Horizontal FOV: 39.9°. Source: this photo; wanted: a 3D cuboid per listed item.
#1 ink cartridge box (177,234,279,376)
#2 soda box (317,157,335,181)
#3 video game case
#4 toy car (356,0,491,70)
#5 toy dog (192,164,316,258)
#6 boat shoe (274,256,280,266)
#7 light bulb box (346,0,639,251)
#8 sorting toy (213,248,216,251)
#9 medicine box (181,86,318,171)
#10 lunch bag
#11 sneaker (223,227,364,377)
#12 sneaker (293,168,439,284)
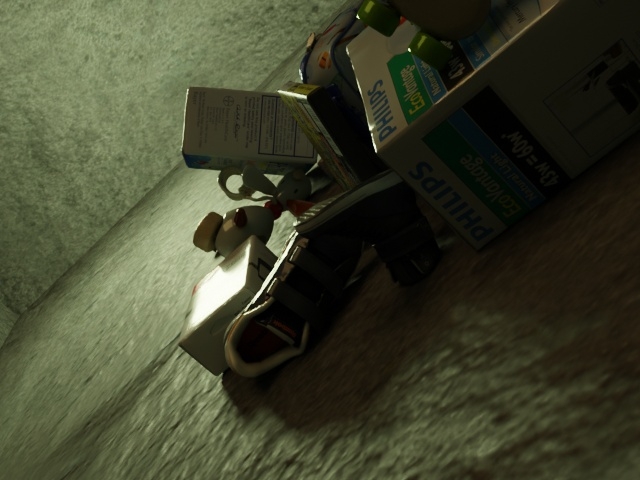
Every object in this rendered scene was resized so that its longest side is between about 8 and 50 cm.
[{"bbox_3d":[-0.157,0.116,1.630,0.172,0.100,0.237,-41,17,15],"label":"ink cartridge box"},{"bbox_3d":[0.073,-0.181,1.834,0.183,0.058,0.063,-16,34,56],"label":"soda box"},{"bbox_3d":[0.037,-0.142,1.474,0.035,0.275,0.248,-36,17,-4],"label":"video game case"},{"bbox_3d":[0.142,-0.316,1.121,0.155,0.149,0.188,-57,1,14],"label":"toy car"},{"bbox_3d":[-0.125,-0.070,1.833,0.161,0.220,0.334,113,173,-47],"label":"toy dog"},{"bbox_3d":[0.000,0.001,1.564,0.223,0.080,0.073,-34,26,46],"label":"boat shoe"},{"bbox_3d":[0.252,-0.245,1.219,0.361,0.225,0.358,-39,29,19],"label":"light bulb box"},{"bbox_3d":[-0.247,-0.003,2.206,0.102,0.042,0.061,-56,1,5],"label":"sorting toy"},{"bbox_3d":[-0.159,-0.239,1.990,0.263,0.289,0.149,163,112,-83],"label":"medicine box"},{"bbox_3d":[0.103,-0.267,1.555,0.115,0.303,0.243,-18,32,48],"label":"lunch bag"},{"bbox_3d":[-0.034,0.087,1.386,0.321,0.126,0.127,-55,12,7],"label":"sneaker"},{"bbox_3d":[0.075,-0.001,1.233,0.226,0.163,0.086,-26,6,-40],"label":"sneaker"}]
